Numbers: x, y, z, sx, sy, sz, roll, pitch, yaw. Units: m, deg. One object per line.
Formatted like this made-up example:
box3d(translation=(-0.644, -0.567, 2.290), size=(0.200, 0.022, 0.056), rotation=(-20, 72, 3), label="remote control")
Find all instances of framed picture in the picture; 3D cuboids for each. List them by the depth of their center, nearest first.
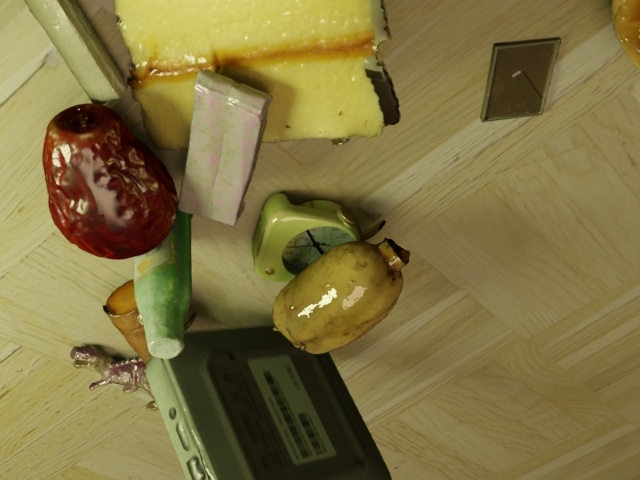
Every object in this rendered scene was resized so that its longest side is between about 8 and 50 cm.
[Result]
box3d(translation=(0.321, -0.257, 1.370), size=(0.109, 0.011, 0.149), rotation=(-6, 137, -8), label="framed picture")

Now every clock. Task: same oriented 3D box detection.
box3d(translation=(0.000, 0.000, 1.514), size=(0.231, 0.069, 0.170), rotation=(4, 134, -20), label="clock")

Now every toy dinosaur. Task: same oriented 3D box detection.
box3d(translation=(-0.354, 0.249, 1.685), size=(0.251, 0.072, 0.200), rotation=(-5, 129, 3), label="toy dinosaur")

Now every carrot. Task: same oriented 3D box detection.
box3d(translation=(-0.315, 0.189, 1.588), size=(0.101, 0.102, 0.263), rotation=(-16, 129, 2), label="carrot")

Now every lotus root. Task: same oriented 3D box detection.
box3d(translation=(0.038, 0.095, 1.468), size=(0.284, 0.146, 0.160), rotation=(-39, 151, 20), label="lotus root")

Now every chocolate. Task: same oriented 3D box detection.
box3d(translation=(-0.251, 0.062, 1.350), size=(0.110, 0.291, 0.110), rotation=(-6, 134, -7), label="chocolate")

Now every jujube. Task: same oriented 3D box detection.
box3d(translation=(-0.319, -0.086, 1.264), size=(0.189, 0.190, 0.255), rotation=(-11, 134, -3), label="jujube")

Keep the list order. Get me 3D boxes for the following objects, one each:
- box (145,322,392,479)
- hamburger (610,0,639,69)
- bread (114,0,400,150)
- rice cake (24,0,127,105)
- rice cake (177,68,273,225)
box3d(translation=(-0.088, 0.338, 1.547), size=(0.396, 0.396, 0.111), rotation=(0, 142, -46), label="box")
box3d(translation=(0.535, -0.361, 1.228), size=(0.243, 0.146, 0.286), rotation=(15, 132, -18), label="hamburger")
box3d(translation=(-0.102, -0.248, 1.121), size=(0.404, 0.242, 0.346), rotation=(-24, 136, 4), label="bread")
box3d(translation=(-0.338, -0.282, 1.140), size=(0.057, 0.052, 0.256), rotation=(-17, 137, 8), label="rice cake")
box3d(translation=(-0.142, -0.126, 1.239), size=(0.106, 0.050, 0.298), rotation=(23, 144, 1), label="rice cake")
